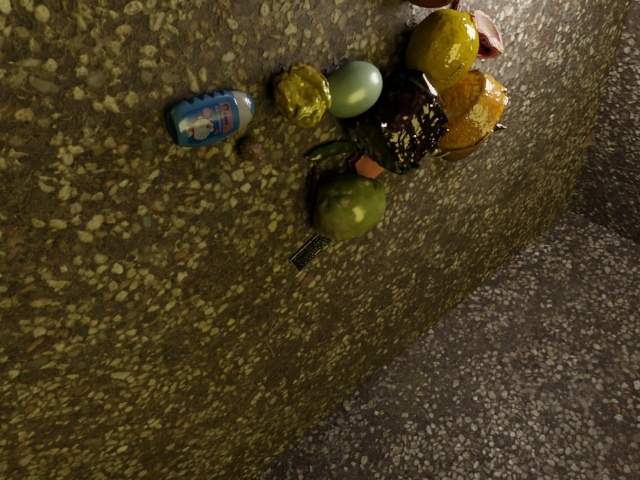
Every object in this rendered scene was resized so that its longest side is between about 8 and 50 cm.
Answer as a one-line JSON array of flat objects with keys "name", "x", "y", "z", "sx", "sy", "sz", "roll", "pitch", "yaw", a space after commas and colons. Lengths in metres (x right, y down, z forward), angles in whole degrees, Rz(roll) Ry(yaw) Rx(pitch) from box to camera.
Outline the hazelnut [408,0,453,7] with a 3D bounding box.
[{"name": "hazelnut", "x": 0.377, "y": -0.868, "z": 1.565, "sx": 0.210, "sy": 0.186, "sz": 0.210, "roll": -42, "pitch": 159, "yaw": -20}]

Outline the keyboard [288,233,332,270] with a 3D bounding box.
[{"name": "keyboard", "x": 0.000, "y": 0.000, "z": 2.026, "sx": 0.317, "sy": 0.027, "sz": 0.106, "roll": -43, "pitch": 142, "yaw": -9}]

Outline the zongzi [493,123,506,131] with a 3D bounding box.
[{"name": "zongzi", "x": 0.734, "y": -0.503, "z": 2.219, "sx": 0.187, "sy": 0.184, "sz": 0.084, "roll": -43, "pitch": 141, "yaw": -11}]

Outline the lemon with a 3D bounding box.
[{"name": "lemon", "x": 0.432, "y": -0.680, "z": 1.723, "sx": 0.254, "sy": 0.253, "sz": 0.310, "roll": 8, "pitch": 118, "yaw": -48}]

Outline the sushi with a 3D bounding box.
[{"name": "sushi", "x": 0.288, "y": -0.422, "z": 1.740, "sx": 0.299, "sy": 0.281, "sz": 0.294, "roll": 45, "pitch": 77, "yaw": -26}]

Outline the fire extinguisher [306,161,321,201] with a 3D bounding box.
[{"name": "fire extinguisher", "x": -0.029, "y": -0.227, "z": 1.810, "sx": 0.049, "sy": 0.035, "sz": 0.173, "roll": 6, "pitch": 124, "yaw": -4}]

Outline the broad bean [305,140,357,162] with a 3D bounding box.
[{"name": "broad bean", "x": 0.046, "y": -0.337, "z": 1.779, "sx": 0.255, "sy": 0.046, "sz": 0.065, "roll": -19, "pitch": 132, "yaw": -35}]

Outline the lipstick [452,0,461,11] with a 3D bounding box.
[{"name": "lipstick", "x": 0.522, "y": -0.921, "z": 1.796, "sx": 0.027, "sy": 0.027, "sz": 0.176, "roll": -19, "pitch": 131, "yaw": -34}]

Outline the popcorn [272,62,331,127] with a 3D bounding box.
[{"name": "popcorn", "x": -0.062, "y": -0.454, "z": 1.491, "sx": 0.198, "sy": 0.155, "sz": 0.197, "roll": -5, "pitch": 104, "yaw": -20}]

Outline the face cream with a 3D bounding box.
[{"name": "face cream", "x": -0.306, "y": -0.356, "z": 1.378, "sx": 0.264, "sy": 0.083, "sz": 0.149, "roll": -27, "pitch": 139, "yaw": -29}]

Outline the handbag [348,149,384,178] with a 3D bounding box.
[{"name": "handbag", "x": 0.212, "y": -0.334, "z": 1.938, "sx": 0.212, "sy": 0.059, "sz": 0.157, "roll": -41, "pitch": 143, "yaw": -14}]

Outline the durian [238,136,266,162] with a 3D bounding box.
[{"name": "durian", "x": -0.218, "y": -0.289, "z": 1.523, "sx": 0.091, "sy": 0.080, "sz": 0.080, "roll": 14, "pitch": 118, "yaw": -3}]

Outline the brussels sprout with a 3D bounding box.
[{"name": "brussels sprout", "x": 0.102, "y": -0.129, "z": 1.840, "sx": 0.317, "sy": 0.242, "sz": 0.274, "roll": -28, "pitch": 177, "yaw": 9}]

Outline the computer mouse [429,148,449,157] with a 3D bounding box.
[{"name": "computer mouse", "x": 0.554, "y": -0.458, "z": 2.086, "sx": 0.082, "sy": 0.145, "sz": 0.236, "roll": 47, "pitch": 51, "yaw": -18}]

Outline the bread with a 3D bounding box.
[{"name": "bread", "x": 0.547, "y": -0.530, "z": 1.897, "sx": 0.204, "sy": 0.358, "sz": 0.336, "roll": 39, "pitch": 84, "yaw": -36}]

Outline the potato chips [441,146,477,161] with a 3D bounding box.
[{"name": "potato chips", "x": 0.660, "y": -0.429, "z": 2.230, "sx": 0.208, "sy": 0.061, "sz": 0.195, "roll": -29, "pitch": 148, "yaw": 27}]

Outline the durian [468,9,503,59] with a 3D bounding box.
[{"name": "durian", "x": 0.633, "y": -0.828, "z": 1.904, "sx": 0.261, "sy": 0.154, "sz": 0.186, "roll": 25, "pitch": 79, "yaw": -46}]

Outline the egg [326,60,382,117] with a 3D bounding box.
[{"name": "egg", "x": 0.104, "y": -0.504, "z": 1.598, "sx": 0.231, "sy": 0.168, "sz": 0.168, "roll": -37, "pitch": 140, "yaw": -15}]
